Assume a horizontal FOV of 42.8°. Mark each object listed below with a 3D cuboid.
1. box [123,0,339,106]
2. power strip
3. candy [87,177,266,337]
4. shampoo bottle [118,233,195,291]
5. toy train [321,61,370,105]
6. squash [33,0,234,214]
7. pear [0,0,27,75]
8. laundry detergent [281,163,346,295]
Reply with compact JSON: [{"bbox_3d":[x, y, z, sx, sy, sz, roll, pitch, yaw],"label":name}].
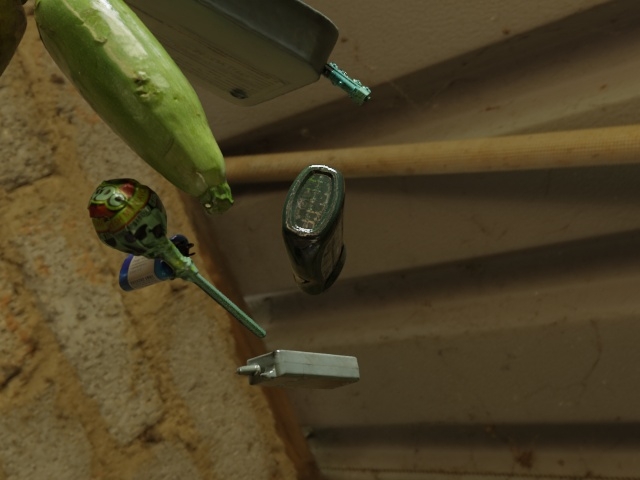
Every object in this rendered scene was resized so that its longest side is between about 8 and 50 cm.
[{"bbox_3d":[-0.212,-0.353,1.295,0.396,0.111,0.396,26,-10,-23],"label":"box"},{"bbox_3d":[-0.046,0.245,1.538,0.093,0.288,0.053,-22,-114,36],"label":"power strip"},{"bbox_3d":[-0.168,0.035,1.023,0.091,0.083,0.305,18,-23,52],"label":"candy"},{"bbox_3d":[-0.287,0.038,1.443,0.183,0.087,0.050,-17,-48,44],"label":"shampoo bottle"},{"bbox_3d":[0.036,-0.241,1.255,0.092,0.045,0.029,37,-68,1],"label":"toy train"},{"bbox_3d":[-0.219,-0.182,0.967,0.371,0.118,0.118,51,-45,18],"label":"squash"},{"bbox_3d":[-0.736,-0.423,1.625,0.287,0.375,0.287,43,-26,26],"label":"pear"},{"bbox_3d":[0.000,0.000,1.128,0.078,0.144,0.222,11,-26,12],"label":"laundry detergent"}]
